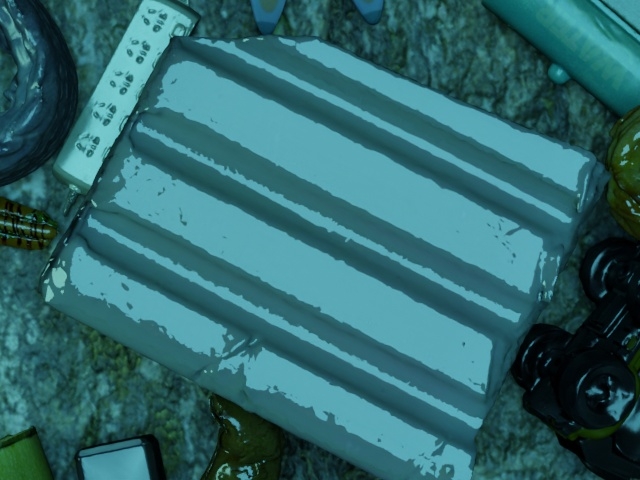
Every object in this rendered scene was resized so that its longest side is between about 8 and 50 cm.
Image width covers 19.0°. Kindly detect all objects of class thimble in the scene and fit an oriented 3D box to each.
[{"bbox_3d":[-0.342,-0.169,1.850,0.205,0.172,0.236,-5,86,-3],"label":"thimble"}]

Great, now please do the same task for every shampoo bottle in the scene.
[{"bbox_3d":[-0.177,0.317,1.872,0.080,0.079,0.246,-12,88,1],"label":"shampoo bottle"}]

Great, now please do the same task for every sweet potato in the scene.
[{"bbox_3d":[-0.061,0.287,1.864,0.124,0.098,0.310,-18,102,18],"label":"sweet potato"}]

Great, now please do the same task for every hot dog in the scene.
[{"bbox_3d":[0.390,-0.066,1.808,0.259,0.114,0.175,-6,87,-35],"label":"hot dog"},{"bbox_3d":[-0.320,-0.020,1.909,0.122,0.037,0.049,12,91,3],"label":"hot dog"}]

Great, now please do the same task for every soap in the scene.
[{"bbox_3d":[0.000,0.000,1.818,0.435,0.213,0.350,25,91,1],"label":"soap"}]

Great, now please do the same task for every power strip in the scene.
[{"bbox_3d":[-0.199,-0.136,1.916,0.060,0.027,0.252,28,88,2],"label":"power strip"}]

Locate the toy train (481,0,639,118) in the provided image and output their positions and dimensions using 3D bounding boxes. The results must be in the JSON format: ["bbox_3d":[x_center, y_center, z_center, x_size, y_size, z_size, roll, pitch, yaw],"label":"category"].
[{"bbox_3d":[0.278,-0.219,1.886,0.248,0.101,0.159,39,102,3],"label":"toy train"}]

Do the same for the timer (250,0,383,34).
[{"bbox_3d":[-0.010,-0.339,1.857,0.175,0.175,0.255,-5,88,0],"label":"timer"}]

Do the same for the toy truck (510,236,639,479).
[{"bbox_3d":[0.304,0.114,1.857,0.165,0.147,0.224,39,86,-22],"label":"toy truck"}]

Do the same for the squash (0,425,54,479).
[{"bbox_3d":[-0.295,0.317,1.853,0.132,0.132,0.247,-20,90,0],"label":"squash"}]
